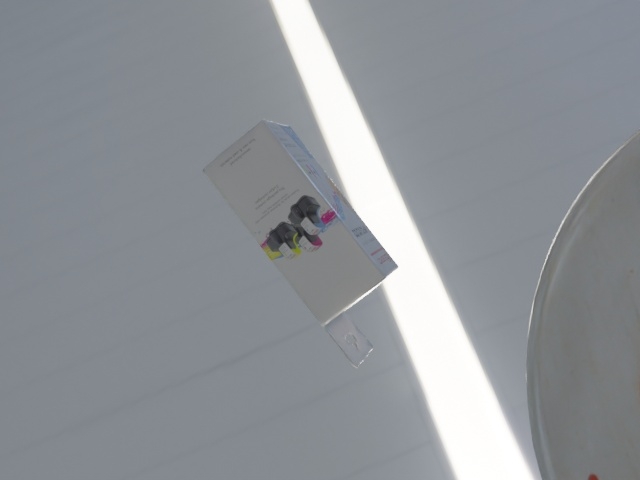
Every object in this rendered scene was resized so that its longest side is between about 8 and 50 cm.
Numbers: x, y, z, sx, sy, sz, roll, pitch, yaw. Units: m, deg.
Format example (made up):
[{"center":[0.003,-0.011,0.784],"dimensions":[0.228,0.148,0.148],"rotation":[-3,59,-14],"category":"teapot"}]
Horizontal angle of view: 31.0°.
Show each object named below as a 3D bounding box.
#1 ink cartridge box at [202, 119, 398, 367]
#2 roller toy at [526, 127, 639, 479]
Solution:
[{"center":[0.000,0.000,0.862],"dimensions":[0.062,0.181,0.104],"rotation":[-38,177,10],"category":"ink cartridge box"},{"center":[0.172,0.043,0.346],"dimensions":[0.146,0.191,0.209],"rotation":[-3,-157,-40],"category":"roller toy"}]
